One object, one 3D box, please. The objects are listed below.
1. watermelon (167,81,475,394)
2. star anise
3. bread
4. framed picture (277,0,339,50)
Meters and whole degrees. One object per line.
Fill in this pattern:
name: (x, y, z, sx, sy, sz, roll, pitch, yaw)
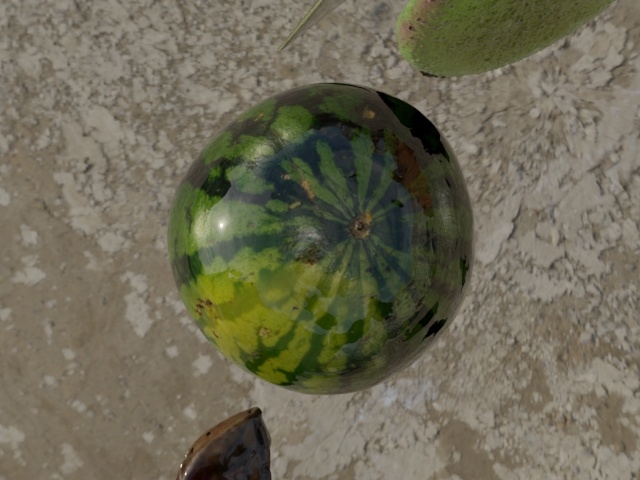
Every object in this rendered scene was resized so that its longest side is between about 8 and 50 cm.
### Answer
watermelon: (0.000, 0.000, 0.765, 0.285, 0.285, 0.285, 3, 101, 15)
star anise: (-0.117, 0.314, 0.803, 0.108, 0.315, 0.315, 14, 104, -8)
bread: (0.216, -0.260, 0.882, 0.301, 0.301, 0.045, -26, 72, 18)
framed picture: (0.038, -0.351, 1.123, 0.010, 0.173, 0.231, 50, 153, -6)
